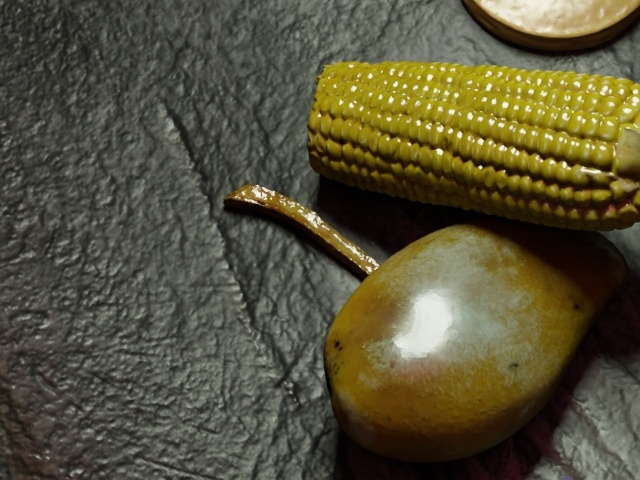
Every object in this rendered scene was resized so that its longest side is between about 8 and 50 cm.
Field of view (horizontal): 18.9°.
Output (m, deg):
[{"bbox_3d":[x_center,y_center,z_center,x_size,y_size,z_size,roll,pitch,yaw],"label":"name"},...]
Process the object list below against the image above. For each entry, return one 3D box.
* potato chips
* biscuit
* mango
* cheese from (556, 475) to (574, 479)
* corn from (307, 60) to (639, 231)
[{"bbox_3d":[0.000,0.000,1.814,0.204,0.026,0.037,32,76,13],"label":"potato chips"},{"bbox_3d":[0.287,-0.336,1.923,0.355,0.052,0.275,-37,71,-13],"label":"biscuit"},{"bbox_3d":[0.141,0.075,1.716,0.316,0.146,0.193,-34,74,-21],"label":"mango"},{"bbox_3d":[0.147,0.262,1.684,0.191,0.042,0.105,-12,45,-9],"label":"cheese"},{"bbox_3d":[0.148,-0.089,1.728,0.387,0.144,0.144,7,67,30],"label":"corn"}]
